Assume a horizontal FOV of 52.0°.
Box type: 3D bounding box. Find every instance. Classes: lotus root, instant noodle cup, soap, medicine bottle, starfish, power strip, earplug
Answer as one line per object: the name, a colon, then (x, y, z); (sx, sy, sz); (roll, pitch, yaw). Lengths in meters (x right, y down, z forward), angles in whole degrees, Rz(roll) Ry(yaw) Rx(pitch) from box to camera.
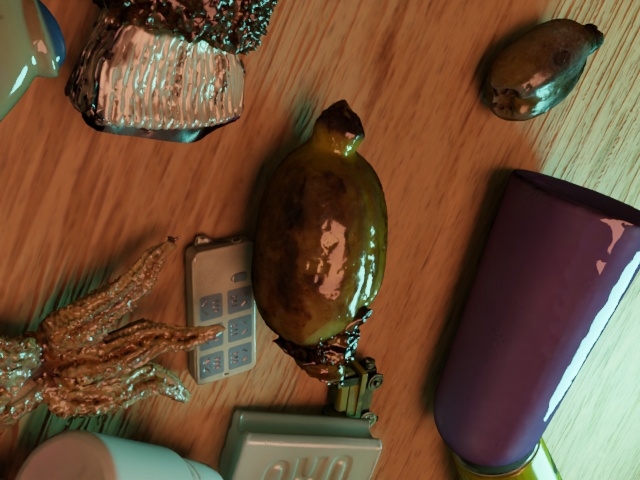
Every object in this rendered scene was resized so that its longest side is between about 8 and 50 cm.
lotus root: (0.000, 0.000, 0.739); (0.169, 0.141, 0.314); (-20, 118, -63)
lotus root: (0.300, -0.233, 0.872); (0.192, 0.088, 0.113); (-36, 143, -16)
instant noodle cup: (0.330, 0.427, 1.150); (0.215, 0.215, 0.236); (-33, 117, -17)
soap: (-0.030, 0.298, 0.887); (0.197, 0.066, 0.119); (10, 109, -23)
medicine bottle: (-0.207, 0.290, 0.719); (0.139, 0.139, 0.237); (-50, 149, -4)
starfish: (-0.246, 0.101, 0.658); (0.293, 0.084, 0.302); (-14, 126, -24)
power strip: (-0.117, 0.082, 0.775); (0.081, 0.035, 0.192); (-11, 118, -30)
earplug: (0.308, 0.137, 0.984); (0.215, 0.215, 0.456); (5, 112, -35)

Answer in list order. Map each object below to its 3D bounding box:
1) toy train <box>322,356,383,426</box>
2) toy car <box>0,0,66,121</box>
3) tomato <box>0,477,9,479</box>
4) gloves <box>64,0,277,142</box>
toy train: (0.046, 0.224, 0.945); (0.081, 0.050, 0.122); (-4, 114, -23)
toy car: (-0.335, -0.075, 0.420); (0.336, 0.242, 0.226); (-30, 123, -17)
tomato: (-0.367, 0.358, 0.639); (0.180, 0.155, 0.214); (-11, 131, -19)
gloves: (-0.104, -0.241, 0.566); (0.210, 0.135, 0.313); (2, 108, -28)
